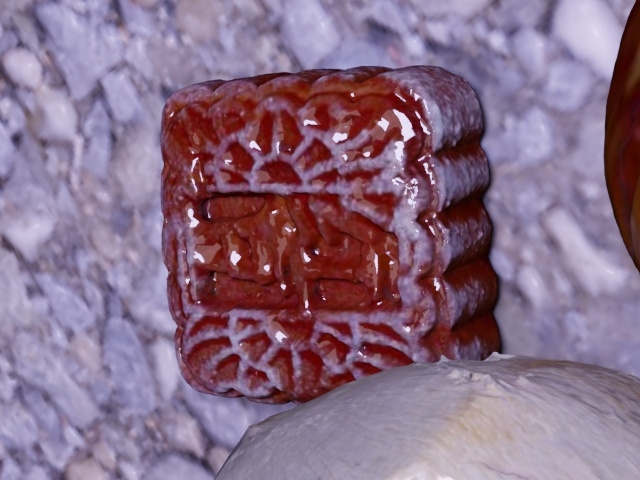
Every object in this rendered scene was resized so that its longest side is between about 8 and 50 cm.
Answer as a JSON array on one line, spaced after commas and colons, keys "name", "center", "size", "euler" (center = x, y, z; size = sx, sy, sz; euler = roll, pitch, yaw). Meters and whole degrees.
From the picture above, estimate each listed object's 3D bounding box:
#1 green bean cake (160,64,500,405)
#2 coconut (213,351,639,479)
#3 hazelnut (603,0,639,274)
[{"name": "green bean cake", "center": [0.000, 0.000, 0.713], "size": [0.135, 0.056, 0.136], "euler": [-1, 99, 29]}, {"name": "coconut", "center": [0.056, 0.154, 0.605], "size": [0.247, 0.245, 0.245], "euler": [39, 116, 11]}, {"name": "hazelnut", "center": [0.188, -0.018, 0.531], "size": [0.229, 0.229, 0.229], "euler": [6, 102, 29]}]
